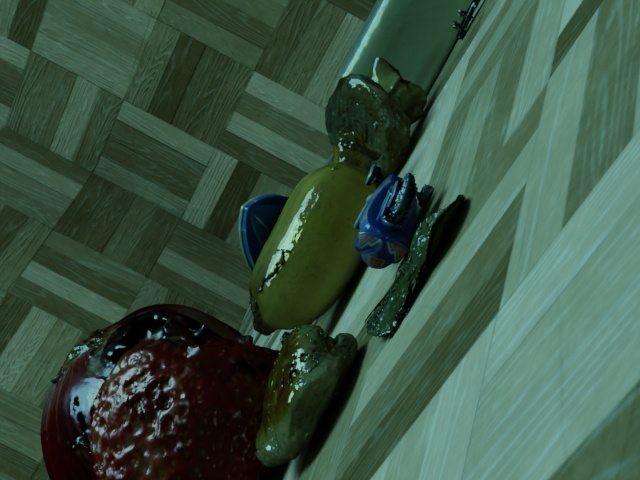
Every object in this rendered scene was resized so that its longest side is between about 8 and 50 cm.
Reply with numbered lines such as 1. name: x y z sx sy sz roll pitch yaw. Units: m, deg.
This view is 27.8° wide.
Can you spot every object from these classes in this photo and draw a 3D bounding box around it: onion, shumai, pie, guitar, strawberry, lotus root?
1. onion: -0.245 0.261 1.847 0.341 0.341 0.341 -62 4 8
2. shumai: 0.094 -0.189 1.979 0.153 0.161 0.209 -40 -31 -30
3. pie: -0.023 0.167 1.403 0.193 0.079 0.163 125 169 -64
4. guitar: 0.264 -0.427 1.976 0.271 0.038 0.084 -60 3 29
5. strawberry: -0.163 0.255 1.563 0.250 0.239 0.288 62 -140 -57
6. lotus root: 0.003 0.001 1.775 0.303 0.131 0.146 -62 19 -6

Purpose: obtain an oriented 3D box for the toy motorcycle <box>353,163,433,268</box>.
1. toy motorcycle: 0.076 -0.023 1.482 0.205 0.076 0.114 -160 90 -87

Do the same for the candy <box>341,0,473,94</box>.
1. candy: 0.171 -0.394 2.172 0.358 0.145 0.208 -62 4 16

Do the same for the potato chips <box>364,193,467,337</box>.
1. potato chips: 0.087 0.032 1.278 0.142 0.026 0.209 -66 5 -25

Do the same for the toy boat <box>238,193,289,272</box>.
1. toy boat: -0.056 0.003 1.895 0.129 0.088 0.295 -63 -25 -10

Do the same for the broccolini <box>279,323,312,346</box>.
1. broccolini: -0.031 0.145 1.908 0.194 0.054 0.052 -81 1 -83
